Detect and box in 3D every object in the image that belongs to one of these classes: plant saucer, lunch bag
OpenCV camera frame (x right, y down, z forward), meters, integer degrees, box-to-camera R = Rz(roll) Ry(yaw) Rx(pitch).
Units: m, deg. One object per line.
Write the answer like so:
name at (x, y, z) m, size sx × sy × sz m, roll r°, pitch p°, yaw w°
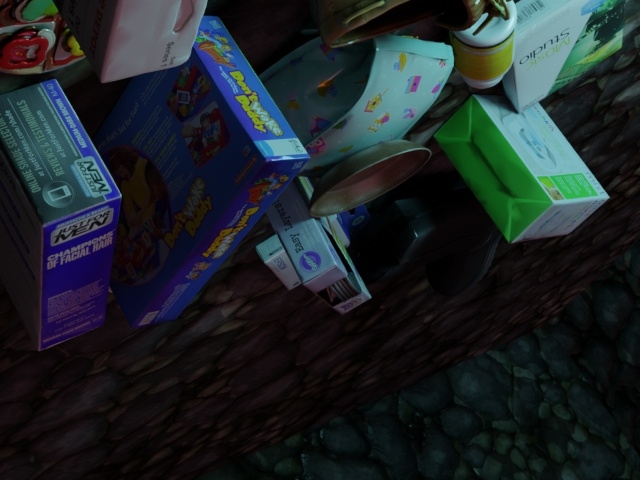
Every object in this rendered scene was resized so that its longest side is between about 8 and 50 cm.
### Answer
plant saucer at (0.065, -0.096, 1.630) m, size 0.198 × 0.036 × 0.198 m, roll -26°, pitch 169°, yaw -5°
lunch bag at (0.043, -0.210, 1.598) m, size 0.262 × 0.160 × 0.223 m, roll -38°, pitch 160°, yaw 31°

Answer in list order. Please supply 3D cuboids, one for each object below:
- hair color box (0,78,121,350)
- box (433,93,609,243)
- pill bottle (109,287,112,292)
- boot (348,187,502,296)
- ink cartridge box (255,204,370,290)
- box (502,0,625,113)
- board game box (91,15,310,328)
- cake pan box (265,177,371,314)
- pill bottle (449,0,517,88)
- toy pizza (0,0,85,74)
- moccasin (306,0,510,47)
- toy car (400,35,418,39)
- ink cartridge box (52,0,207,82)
hair color box at (-0.345, -0.021, 1.416) m, size 0.110 × 0.185 × 0.339 m, roll -23°, pitch 159°, yaw -24°
box at (0.378, -0.137, 2.114) m, size 0.231 × 0.262 × 0.127 m, roll -7°, pitch 148°, yaw -49°
pill bottle at (-0.254, -0.020, 1.645) m, size 0.124 × 0.124 × 0.221 m, roll -6°, pitch 148°, yaw -51°
boot at (0.222, 0.027, 2.378) m, size 0.445 × 0.146 × 0.367 m, roll -23°, pitch 147°, yaw -48°
ink cartridge box at (0.000, 0.000, 2.186) m, size 0.224 × 0.045 × 0.223 m, roll -33°, pitch 160°, yaw 1°
box at (0.420, -0.359, 1.954) m, size 0.232 × 0.058 × 0.322 m, roll -33°, pitch 161°, yaw 2°
board game box at (-0.187, -0.082, 1.437) m, size 0.078 × 0.233 × 0.347 m, roll -9°, pitch 150°, yaw -47°
cake pan box at (-0.024, -0.019, 1.785) m, size 0.070 × 0.267 × 0.246 m, roll -30°, pitch 158°, yaw 8°
pill bottle at (0.253, -0.310, 1.751) m, size 0.103 × 0.103 × 0.184 m, roll -31°, pitch 160°, yaw -3°
toy pizza at (-0.280, -0.243, 1.217) m, size 0.201 × 0.032 × 0.201 m, roll -28°, pitch 160°, yaw -11°
moccasin at (0.173, -0.321, 1.423) m, size 0.380 × 0.147 × 0.139 m, roll -12°, pitch 166°, yaw -17°
toy car at (0.132, -0.286, 1.756) m, size 0.040 × 0.060 × 0.122 m, roll 10°, pitch 139°, yaw 8°
ink cartridge box at (-0.192, -0.275, 0.996) m, size 0.092 × 0.219 × 0.160 m, roll -21°, pitch 157°, yaw -30°
